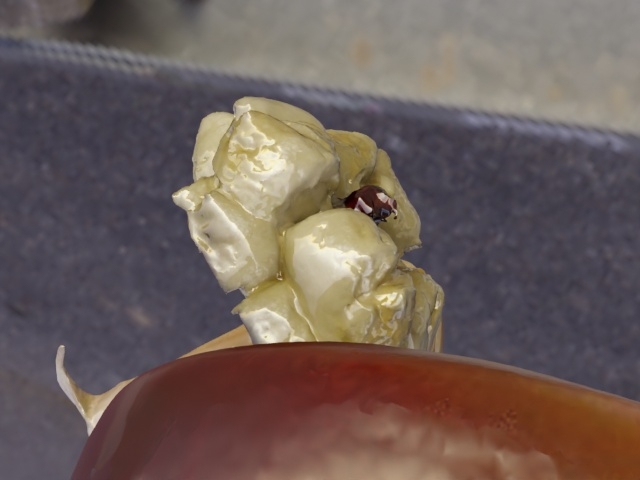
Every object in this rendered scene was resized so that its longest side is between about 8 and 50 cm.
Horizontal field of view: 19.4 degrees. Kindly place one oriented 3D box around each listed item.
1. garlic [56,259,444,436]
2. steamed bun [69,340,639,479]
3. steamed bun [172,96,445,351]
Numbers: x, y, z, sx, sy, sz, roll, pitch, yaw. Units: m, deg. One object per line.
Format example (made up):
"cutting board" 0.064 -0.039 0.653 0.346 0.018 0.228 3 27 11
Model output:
"garlic" -0.032 0.097 1.203 0.145 0.245 0.164 -143 31 -72
"steamed bun" 0.009 0.171 0.759 0.248 0.235 0.379 29 158 -29
"steamed bun" 0.000 0.000 1.007 0.192 0.106 0.177 63 -176 15
